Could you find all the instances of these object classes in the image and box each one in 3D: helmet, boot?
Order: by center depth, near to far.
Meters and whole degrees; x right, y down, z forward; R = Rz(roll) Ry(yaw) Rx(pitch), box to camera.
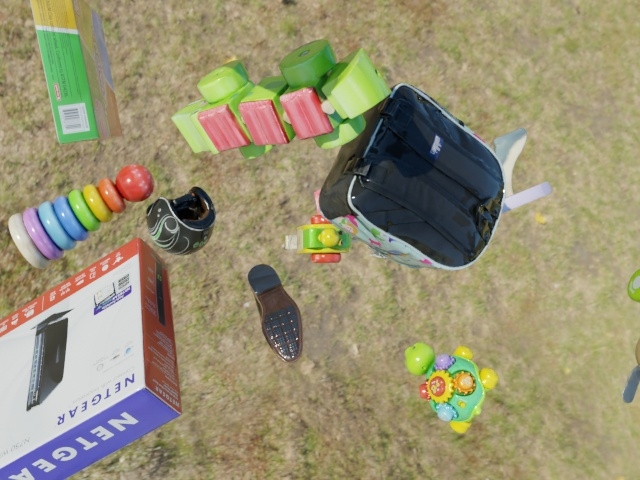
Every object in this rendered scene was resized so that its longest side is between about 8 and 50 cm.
[{"bbox_3d":[-0.079,0.158,1.304,0.082,0.106,0.219,-18,56,-6],"label":"boot"},{"bbox_3d":[-0.349,-0.045,1.652,0.169,0.161,0.170,20,51,-27],"label":"helmet"}]

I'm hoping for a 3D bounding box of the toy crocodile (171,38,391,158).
[{"bbox_3d":[-0.061,-0.156,0.806,0.105,0.340,0.115,-54,128,-38],"label":"toy crocodile"}]

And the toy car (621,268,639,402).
[{"bbox_3d":[0.502,0.157,0.936,0.154,0.149,0.189,22,96,-5],"label":"toy car"}]

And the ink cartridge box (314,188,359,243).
[{"bbox_3d":[0.094,-0.086,1.732,0.092,0.217,0.159,3,72,-43],"label":"ink cartridge box"}]

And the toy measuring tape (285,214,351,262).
[{"bbox_3d":[0.000,0.000,1.569,0.121,0.330,0.122,1,87,-14],"label":"toy measuring tape"}]

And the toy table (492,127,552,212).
[{"bbox_3d":[0.347,-0.124,1.462,0.274,0.252,0.161,-21,88,0],"label":"toy table"}]

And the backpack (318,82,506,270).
[{"bbox_3d":[0.137,-0.075,0.978,0.253,0.191,0.225,28,76,-18],"label":"backpack"}]

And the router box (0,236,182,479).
[{"bbox_3d":[-0.369,0.190,0.968,0.082,0.335,0.301,54,10,-40],"label":"router box"}]

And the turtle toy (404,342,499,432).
[{"bbox_3d":[0.160,0.181,0.861,0.066,0.095,0.130,14,19,-38],"label":"turtle toy"}]

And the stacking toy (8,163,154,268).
[{"bbox_3d":[-0.534,-0.068,1.541,0.330,0.141,0.141,-29,87,-7],"label":"stacking toy"}]

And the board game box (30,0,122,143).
[{"bbox_3d":[-0.426,-0.299,1.191,0.064,0.316,0.243,-9,101,-8],"label":"board game box"}]
